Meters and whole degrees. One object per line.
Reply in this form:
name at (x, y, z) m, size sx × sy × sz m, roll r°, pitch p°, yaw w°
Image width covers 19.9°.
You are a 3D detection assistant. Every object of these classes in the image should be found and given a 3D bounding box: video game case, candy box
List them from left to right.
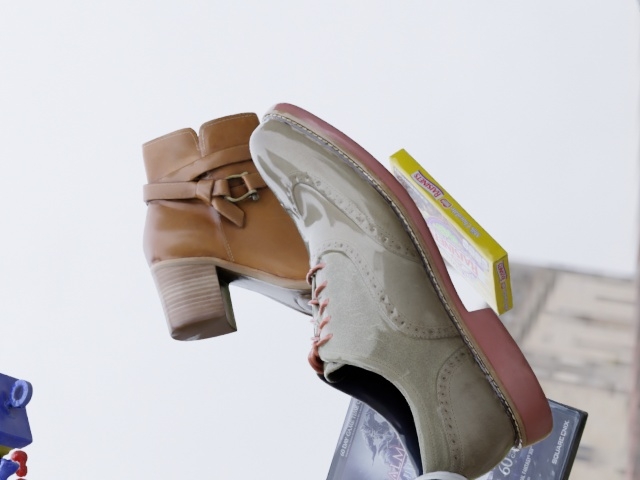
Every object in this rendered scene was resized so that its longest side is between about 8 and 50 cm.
video game case at (0.144, 0.239, 2.025) m, size 0.026 × 0.274 × 0.196 m, roll 12°, pitch -84°, yaw -60°
candy box at (0.152, -0.011, 2.122) m, size 0.027 × 0.206 × 0.105 m, roll -33°, pitch -37°, yaw -12°

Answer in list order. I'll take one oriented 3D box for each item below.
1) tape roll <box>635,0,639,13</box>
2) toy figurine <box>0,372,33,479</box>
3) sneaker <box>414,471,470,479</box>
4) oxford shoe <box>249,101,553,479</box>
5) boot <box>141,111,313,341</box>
tape roll at (0.401, -0.226, 1.882) m, size 0.392 × 0.072 × 0.392 m, roll 51°, pitch -153°, yaw -39°
toy figurine at (-0.435, 0.241, 2.478) m, size 0.191 × 0.217 × 0.362 m, roll 18°, pitch -140°, yaw -34°
sneaker at (0.076, 0.302, 1.302) m, size 0.108 × 0.100 × 0.271 m, roll 22°, pitch -115°, yaw -73°
oxford shoe at (0.032, 0.041, 1.436) m, size 0.130 × 0.348 × 0.123 m, roll -32°, pitch -20°, yaw -15°
boot at (-0.044, -0.026, 1.881) m, size 0.109 × 0.283 × 0.220 m, roll 68°, pitch -169°, yaw -69°
